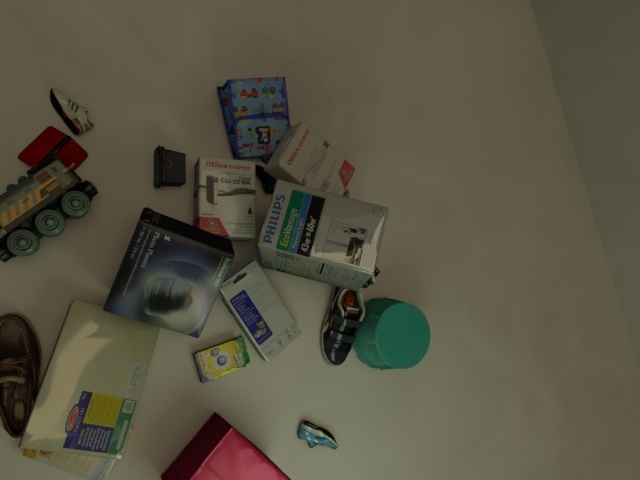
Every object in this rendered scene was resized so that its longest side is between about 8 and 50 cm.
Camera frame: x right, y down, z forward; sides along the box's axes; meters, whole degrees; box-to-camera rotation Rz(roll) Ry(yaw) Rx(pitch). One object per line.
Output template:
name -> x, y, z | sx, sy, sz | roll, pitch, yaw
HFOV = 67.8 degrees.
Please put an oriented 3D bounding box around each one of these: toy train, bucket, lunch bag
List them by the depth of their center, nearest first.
toy train -> -0.828, -0.093, 1.386 | 0.334, 0.142, 0.190 | -44, 108, -21
lunch bag -> -0.232, -0.431, 1.742 | 0.220, 0.138, 0.293 | -13, 100, -27
bucket -> 0.267, 0.354, 1.801 | 0.281, 0.183, 0.281 | 3, 83, -24

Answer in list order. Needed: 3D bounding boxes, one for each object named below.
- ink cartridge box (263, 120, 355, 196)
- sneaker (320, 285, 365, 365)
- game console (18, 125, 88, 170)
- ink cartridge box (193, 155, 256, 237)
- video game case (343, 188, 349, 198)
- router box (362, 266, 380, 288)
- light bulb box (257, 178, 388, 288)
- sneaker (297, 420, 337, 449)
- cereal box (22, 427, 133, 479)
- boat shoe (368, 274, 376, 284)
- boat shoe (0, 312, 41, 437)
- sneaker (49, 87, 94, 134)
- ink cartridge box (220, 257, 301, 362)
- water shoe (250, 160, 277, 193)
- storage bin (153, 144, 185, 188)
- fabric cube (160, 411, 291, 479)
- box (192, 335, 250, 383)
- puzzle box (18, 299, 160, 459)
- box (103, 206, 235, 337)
ink cartridge box -> -0.035, -0.261, 1.736 | 0.283, 0.117, 0.207 | 39, 66, -29
sneaker -> 0.083, 0.305, 1.759 | 0.126, 0.127, 0.321 | 12, 79, -24
game console -> -0.833, -0.264, 1.489 | 0.144, 0.085, 0.124 | -56, 136, -20
ink cartridge box -> -0.330, -0.140, 1.642 | 0.197, 0.114, 0.273 | 2, 81, -23
video game case -> 0.021, -0.108, 1.848 | 0.193, 0.023, 0.213 | 6, 79, -23
router box -> 0.163, 0.113, 1.870 | 0.122, 0.038, 0.092 | 48, 68, -11
light bulb box -> 0.000, 0.000, 1.587 | 0.361, 0.358, 0.225 | 15, 75, 0
sneaker -> -0.013, 0.707, 1.700 | 0.162, 0.063, 0.073 | 32, 88, -13
cereal box -> -0.705, 0.585, 1.400 | 0.240, 0.047, 0.173 | 32, 70, -17
boat shoe -> 0.164, 0.112, 1.826 | 0.040, 0.049, 0.142 | -29, 89, -19
boat shoe -> -0.851, 0.373, 1.323 | 0.123, 0.123, 0.342 | -3, 84, -25
sneaker -> -0.789, -0.416, 1.516 | 0.075, 0.057, 0.161 | -39, 98, -41
ink cartridge box -> -0.215, 0.238, 1.642 | 0.165, 0.065, 0.333 | -36, 108, -24
water shoe -> -0.185, -0.214, 1.743 | 0.203, 0.073, 0.080 | 33, 73, -16
storage bin -> -0.502, -0.244, 1.598 | 0.091, 0.098, 0.135 | 2, 81, -35
fabric cube -> -0.293, 0.728, 1.452 | 0.258, 0.254, 0.259 | 46, 67, -12
box -> -0.328, 0.398, 1.604 | 0.179, 0.043, 0.105 | -17, 90, -27
puzzle box -> -0.657, 0.405, 1.391 | 0.272, 0.052, 0.409 | 24, 64, -30
box -> -0.456, 0.099, 1.460 | 0.294, 0.183, 0.296 | 21, 99, -21
